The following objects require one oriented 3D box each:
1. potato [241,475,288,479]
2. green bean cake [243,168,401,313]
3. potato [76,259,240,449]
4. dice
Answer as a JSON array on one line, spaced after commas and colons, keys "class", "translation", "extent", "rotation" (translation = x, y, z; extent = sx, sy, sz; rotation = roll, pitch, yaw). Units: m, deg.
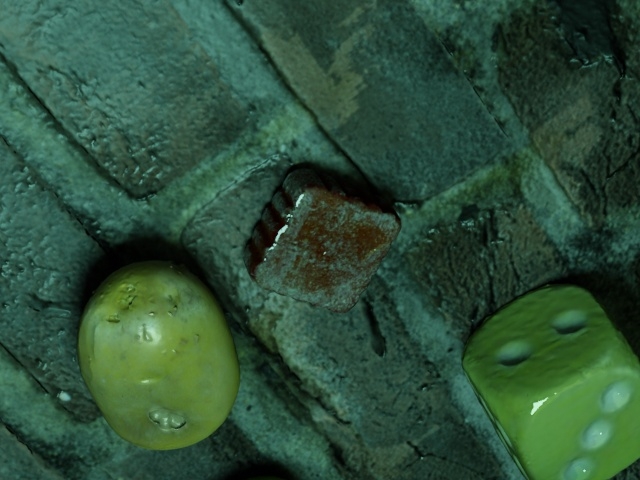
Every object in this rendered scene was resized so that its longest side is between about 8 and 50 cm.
[{"class": "potato", "translation": [-0.087, 0.381, 2.052], "extent": [0.186, 0.148, 0.253], "rotation": [1, 119, -23]}, {"class": "green bean cake", "translation": [0.000, 0.000, 1.903], "extent": [0.135, 0.056, 0.135], "rotation": [19, 112, -30]}, {"class": "potato", "translation": [-0.162, 0.119, 1.869], "extent": [0.150, 0.146, 0.234], "rotation": [14, 143, 22]}, {"class": "dice", "translation": [0.269, 0.167, 2.035], "extent": [0.169, 0.169, 0.166], "rotation": [-30, 125, 0]}]
